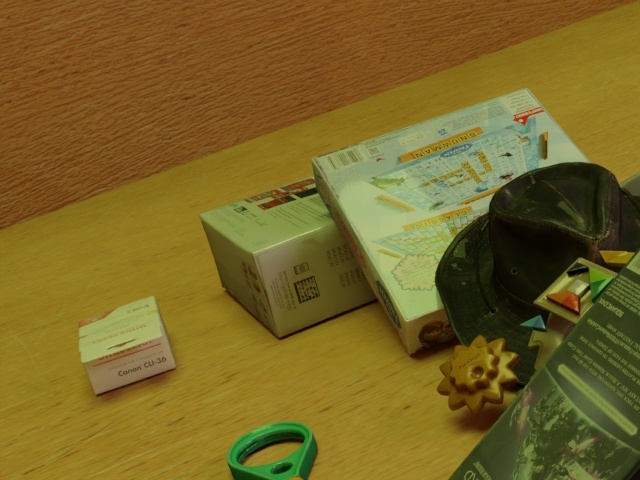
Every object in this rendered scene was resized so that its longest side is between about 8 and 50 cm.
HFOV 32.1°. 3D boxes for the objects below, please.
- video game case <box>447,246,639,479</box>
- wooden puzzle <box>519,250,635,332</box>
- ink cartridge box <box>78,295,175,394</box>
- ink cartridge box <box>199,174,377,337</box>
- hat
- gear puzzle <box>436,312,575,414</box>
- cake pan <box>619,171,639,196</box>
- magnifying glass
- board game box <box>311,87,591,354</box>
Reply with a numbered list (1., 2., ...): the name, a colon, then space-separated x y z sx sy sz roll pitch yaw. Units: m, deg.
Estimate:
1. video game case: 0.217 0.131 0.864 0.274 0.026 0.196 -52 16 4
2. wooden puzzle: 0.245 0.045 1.049 0.116 0.014 0.079 -46 31 -19
3. ink cartridge box: -0.264 0.145 1.508 0.115 0.067 0.198 -19 14 -7
4. ink cartridge box: 0.000 0.000 1.615 0.272 0.130 0.309 -20 17 -14
5. hat: 0.269 0.000 1.179 0.332 0.133 0.331 -9 36 7
6. gear puzzle: 0.250 0.109 1.002 0.339 0.044 0.175 -4 50 39
7. cake pan: 0.516 -0.055 1.413 0.293 0.054 0.293 -16 15 4
8. magnifying glass: -0.034 0.227 1.068 0.092 0.026 0.231 -19 17 -9
9. board game box: 0.191 -0.037 1.397 0.319 0.065 0.318 -19 46 -9
